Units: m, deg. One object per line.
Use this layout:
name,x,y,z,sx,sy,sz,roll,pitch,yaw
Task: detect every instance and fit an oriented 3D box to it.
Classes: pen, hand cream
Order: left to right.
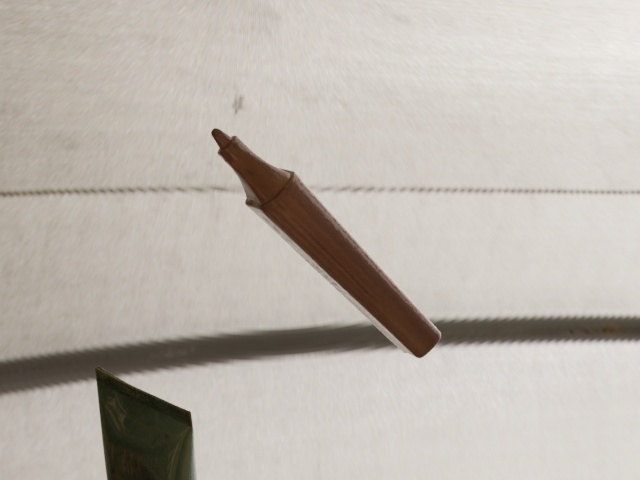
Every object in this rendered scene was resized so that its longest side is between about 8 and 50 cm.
hand cream,-0.125,0.252,1.184,0.070,0.111,0.312,-28,-57,-38
pen,0.000,0.000,0.940,0.032,0.053,0.197,-47,-73,-8
